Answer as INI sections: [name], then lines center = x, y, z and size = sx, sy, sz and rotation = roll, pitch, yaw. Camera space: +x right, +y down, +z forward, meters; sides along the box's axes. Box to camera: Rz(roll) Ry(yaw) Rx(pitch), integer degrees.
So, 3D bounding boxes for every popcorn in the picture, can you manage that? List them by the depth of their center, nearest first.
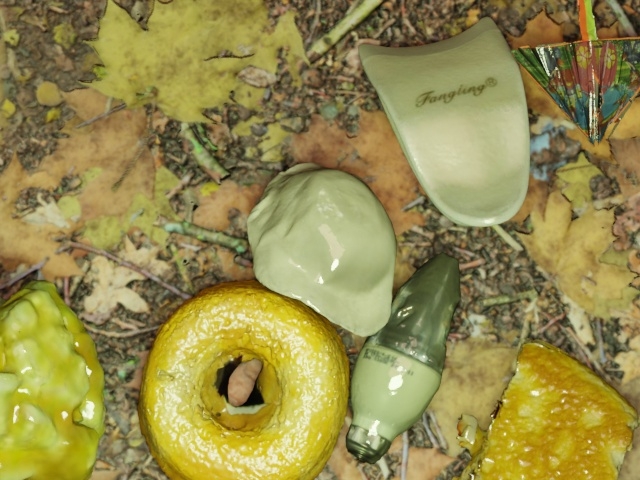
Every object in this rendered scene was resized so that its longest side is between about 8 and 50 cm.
[popcorn]
center = -0.375, 0.178, 1.734
size = 0.274, 0.335, 0.279
rotation = 55, 41, -2

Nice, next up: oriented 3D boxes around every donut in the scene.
[donut]
center = -0.084, 0.168, 1.830
size = 0.254, 0.118, 0.253
rotation = 0, 90, 1

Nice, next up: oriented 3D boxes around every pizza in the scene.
[pizza]
center = 0.227, 0.251, 1.801
size = 0.189, 0.071, 0.297
rotation = 29, 59, 10

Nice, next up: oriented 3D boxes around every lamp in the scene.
[lamp]
center = 0.094, 0.129, 1.843
size = 0.101, 0.101, 0.250
rotation = 23, 77, 5

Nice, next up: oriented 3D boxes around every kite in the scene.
[kite]
center = 0.327, -0.203, 1.955
size = 0.241, 0.014, 0.183
rotation = -13, 100, -25

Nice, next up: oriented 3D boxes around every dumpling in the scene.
[dumpling]
center = 0.000, 0.000, 1.849
size = 0.162, 0.132, 0.250
rotation = 3, 48, -22

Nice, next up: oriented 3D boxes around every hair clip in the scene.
[hair clip]
center = 0.157, -0.135, 1.909
size = 0.173, 0.113, 0.282
rotation = -12, 75, -4
